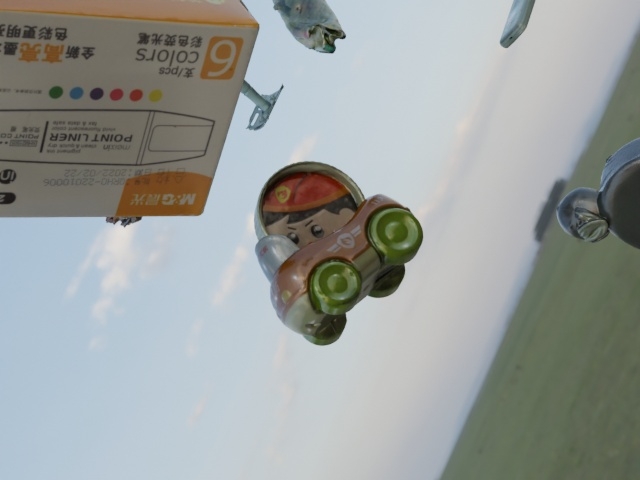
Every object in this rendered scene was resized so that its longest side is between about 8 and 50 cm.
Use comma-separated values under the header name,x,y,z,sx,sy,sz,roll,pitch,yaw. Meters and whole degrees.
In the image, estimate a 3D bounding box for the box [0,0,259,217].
name,x,y,z,sx,sy,sz,roll,pitch,yaw
box,-0.209,-0.129,1.152,0.273,0.091,0.221,-4,-50,-30

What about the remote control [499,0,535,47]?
name,x,y,z,sx,sy,sz,roll,pitch,yaw
remote control,0.263,-0.304,1.681,0.053,0.018,0.124,-45,18,50

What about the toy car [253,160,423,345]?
name,x,y,z,sx,sy,sz,roll,pitch,yaw
toy car,0.000,0.000,1.717,0.235,0.235,0.145,-61,-4,-28

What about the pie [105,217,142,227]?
name,x,y,z,sx,sy,sz,roll,pitch,yaw
pie,-0.282,-0.160,1.780,0.085,0.308,0.308,-19,-38,-34

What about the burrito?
name,x,y,z,sx,sy,sz,roll,pitch,yaw
burrito,-0.033,-0.436,2.427,0.096,0.309,0.066,-28,-49,-1

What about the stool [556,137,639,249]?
name,x,y,z,sx,sy,sz,roll,pitch,yaw
stool,0.450,-0.079,1.813,0.139,0.228,0.153,-73,-18,-58

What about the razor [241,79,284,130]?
name,x,y,z,sx,sy,sz,roll,pitch,yaw
razor,-0.109,-0.198,1.536,0.040,0.135,0.068,-27,31,42
